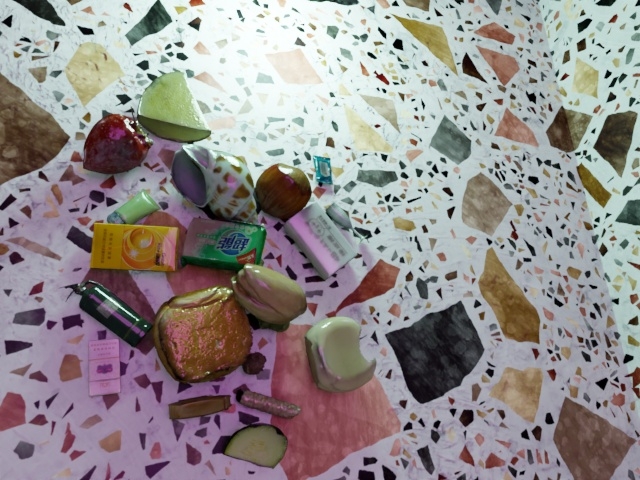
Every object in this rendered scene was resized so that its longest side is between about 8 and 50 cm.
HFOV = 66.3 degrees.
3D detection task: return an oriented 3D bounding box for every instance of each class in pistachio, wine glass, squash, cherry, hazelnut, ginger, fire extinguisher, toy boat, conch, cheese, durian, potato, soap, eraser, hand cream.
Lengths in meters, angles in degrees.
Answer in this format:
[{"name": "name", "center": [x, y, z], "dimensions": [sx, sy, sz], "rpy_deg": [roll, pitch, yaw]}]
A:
[{"name": "pistachio", "center": [-0.162, 0.181, 1.621], "dimensions": [0.292, 0.162, 0.182], "rpy_deg": [28, 19, -30]}, {"name": "wine glass", "center": [0.106, -0.073, 1.990], "dimensions": [0.198, 0.066, 0.066], "rpy_deg": [45, 60, 0]}, {"name": "squash", "center": [-0.195, 0.623, 1.566], "dimensions": [0.191, 0.184, 0.085], "rpy_deg": [23, 24, -15]}, {"name": "cherry", "center": [-0.713, -0.323, 1.686], "dimensions": [0.175, 0.192, 0.250], "rpy_deg": [30, 66, 34]}, {"name": "hazelnut", "center": [-0.138, -0.190, 1.867], "dimensions": [0.210, 0.186, 0.210], "rpy_deg": [16, 63, -35]}, {"name": "ginger", "center": [-0.200, 0.193, 1.746], "dimensions": [0.137, 0.089, 0.290], "rpy_deg": [-5, 66, -46]}, {"name": "fire extinguisher", "center": [-0.673, 0.215, 1.541], "dimensions": [0.294, 0.093, 0.118], "rpy_deg": [38, 45, -4]}, {"name": "toy boat", "center": [-0.378, 0.522, 1.546], "dimensions": [0.200, 0.077, 0.057], "rpy_deg": [-2, 83, -26]}, {"name": "conch", "center": [-0.361, -0.189, 1.769], "dimensions": [0.249, 0.197, 0.368], "rpy_deg": [-34, 81, 3]}, {"name": "cheese", "center": [0.066, 0.405, 1.747], "dimensions": [0.233, 0.127, 0.266], "rpy_deg": [-6, 74, -25]}, {"name": "durian", "center": [-0.225, 0.413, 1.655], "dimensions": [0.080, 0.080, 0.091], "rpy_deg": [25, 32, -12]}, {"name": "potato", "center": [-0.547, -0.515, 1.871], "dimensions": [0.269, 0.112, 0.256], "rpy_deg": [11, 62, -21]}, {"name": "soap", "center": [-0.337, 0.022, 1.710], "dimensions": [0.273, 0.098, 0.218], "rpy_deg": [8, 69, 5]}, {"name": "eraser", "center": [0.000, 0.000, 1.901], "dimensions": [0.174, 0.095, 0.270], "rpy_deg": [-35, 87, -33]}, {"name": "hand cream", "center": [-0.653, -0.099, 1.699], "dimensions": [0.095, 0.046, 0.175], "rpy_deg": [48, 55, -1]}]

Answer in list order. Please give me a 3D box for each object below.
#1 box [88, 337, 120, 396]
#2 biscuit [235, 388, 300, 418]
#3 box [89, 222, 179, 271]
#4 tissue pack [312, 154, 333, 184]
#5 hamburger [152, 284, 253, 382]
[{"name": "box", "center": [-0.666, 0.390, 1.509], "dimensions": [0.089, 0.024, 0.167], "rpy_deg": [-2, 70, -23]}, {"name": "biscuit", "center": [-0.175, 0.546, 1.629], "dimensions": [0.219, 0.061, 0.055], "rpy_deg": [21, 63, -14]}, {"name": "box", "center": [-0.613, 0.025, 1.625], "dimensions": [0.268, 0.043, 0.153], "rpy_deg": [2, 83, -9]}, {"name": "tissue pack", "center": [0.009, -0.296, 2.060], "dimensions": [0.085, 0.028, 0.138], "rpy_deg": [8, 62, -23]}, {"name": "hamburger", "center": [-0.377, 0.306, 1.574], "dimensions": [0.304, 0.174, 0.285], "rpy_deg": [-11, 71, -25]}]
